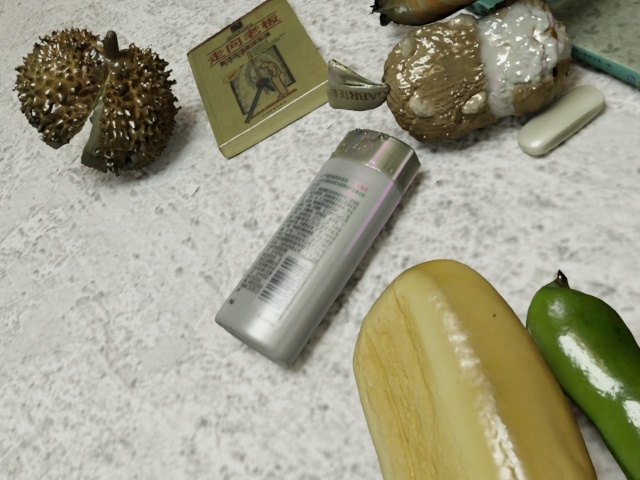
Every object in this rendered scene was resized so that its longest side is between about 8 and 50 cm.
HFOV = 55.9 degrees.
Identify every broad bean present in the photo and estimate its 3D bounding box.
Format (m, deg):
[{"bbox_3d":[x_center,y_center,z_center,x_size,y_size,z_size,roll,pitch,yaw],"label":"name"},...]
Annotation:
[{"bbox_3d":[0.203,0.143,0.337,0.098,0.056,0.318,-11,51,-1],"label":"broad bean"}]

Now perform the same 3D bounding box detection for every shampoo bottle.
[{"bbox_3d":[0.000,0.000,0.550,0.086,0.056,0.227,22,70,36],"label":"shampoo bottle"}]

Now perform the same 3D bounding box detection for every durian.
[{"bbox_3d":[-0.260,-0.176,0.715,0.196,0.196,0.166,-14,59,19],"label":"durian"}]

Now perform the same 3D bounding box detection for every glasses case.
[{"bbox_3d":[0.213,-0.107,0.535,0.083,0.021,0.032,-37,48,0],"label":"glasses case"}]

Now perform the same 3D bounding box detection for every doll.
[{"bbox_3d":[0.117,-0.146,0.554,0.221,0.115,0.105,-17,93,8],"label":"doll"}]

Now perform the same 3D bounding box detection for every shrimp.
[{"bbox_3d":[0.161,-0.260,0.606,0.198,0.051,0.262,-20,17,-13],"label":"shrimp"}]

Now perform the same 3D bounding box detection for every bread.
[{"bbox_3d":[0.095,0.120,0.377,0.147,0.098,0.217,123,147,-42],"label":"bread"}]

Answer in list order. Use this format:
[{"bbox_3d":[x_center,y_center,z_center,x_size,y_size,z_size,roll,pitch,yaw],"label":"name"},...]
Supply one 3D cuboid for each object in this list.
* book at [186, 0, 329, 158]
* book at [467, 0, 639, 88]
[{"bbox_3d":[-0.081,-0.217,0.764,0.161,0.026,0.230,-30,49,7],"label":"book"},{"bbox_3d":[0.309,-0.284,0.601,0.264,0.031,0.379,-39,49,-3],"label":"book"}]
